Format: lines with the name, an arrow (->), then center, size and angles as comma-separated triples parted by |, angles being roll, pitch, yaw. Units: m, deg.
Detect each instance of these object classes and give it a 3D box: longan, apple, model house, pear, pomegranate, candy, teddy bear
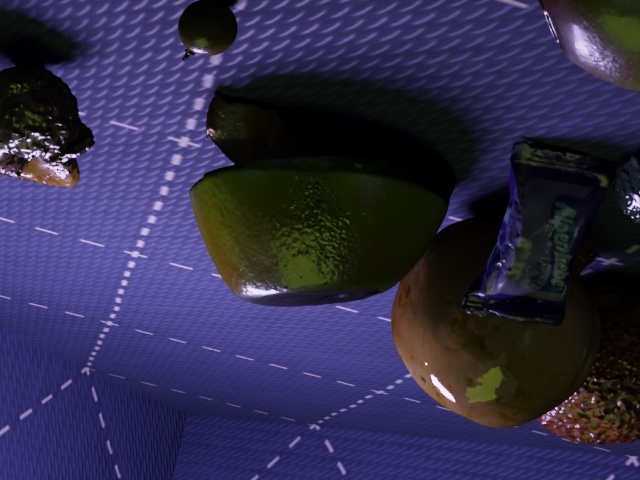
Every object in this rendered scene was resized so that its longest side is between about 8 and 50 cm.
longan -> -0.137, -0.242, 1.666 | 0.075, 0.083, 0.075 | 37, -168, -9
apple -> 0.290, -0.224, 1.300 | 0.207, 0.174, 0.188 | 26, 162, 9
model house -> 0.426, -0.070, 1.842 | 0.066, 0.079, 0.083 | -28, 160, -20
pear -> -0.004, 0.003, 2.056 | 0.398, 0.165, 0.399 | -2, 170, 0
pomegranate -> 0.284, 0.110, 2.162 | 0.342, 0.343, 0.342 | 11, 163, 3
candy -> 0.295, -0.003, 1.932 | 0.145, 0.275, 0.070 | 12, -153, -4
teddy bear -> -0.481, -0.190, 1.998 | 0.296, 0.222, 0.246 | 39, 156, 51

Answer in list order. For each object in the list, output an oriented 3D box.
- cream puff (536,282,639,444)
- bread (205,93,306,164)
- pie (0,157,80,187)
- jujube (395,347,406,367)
cream puff -> 0.477, 0.224, 2.384 | 0.350, 0.229, 0.350 | 1, 152, 1
bread -> -0.091, -0.141, 1.998 | 0.103, 0.065, 0.187 | 12, 163, 20
pie -> -0.505, -0.148, 2.244 | 0.273, 0.069, 0.273 | 13, 162, 4
jujube -> 0.237, 0.170, 2.515 | 0.213, 0.213, 0.232 | 14, 170, -7
